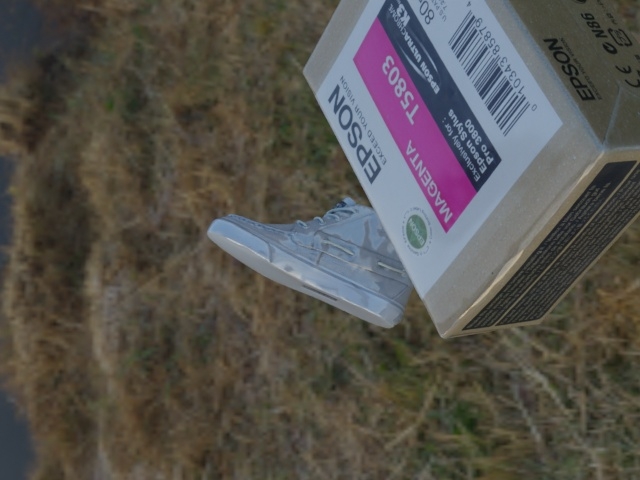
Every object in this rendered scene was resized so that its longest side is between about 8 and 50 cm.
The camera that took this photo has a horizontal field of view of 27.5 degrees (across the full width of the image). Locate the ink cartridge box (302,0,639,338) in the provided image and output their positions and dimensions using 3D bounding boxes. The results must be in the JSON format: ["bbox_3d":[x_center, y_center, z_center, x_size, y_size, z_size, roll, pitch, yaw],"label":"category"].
[{"bbox_3d":[0.099,-0.087,0.817,0.235,0.088,0.193,63,142,27],"label":"ink cartridge box"}]

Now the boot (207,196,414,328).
[{"bbox_3d":[0.000,0.000,1.588,0.123,0.258,0.095,-66,7,-14],"label":"boot"}]
